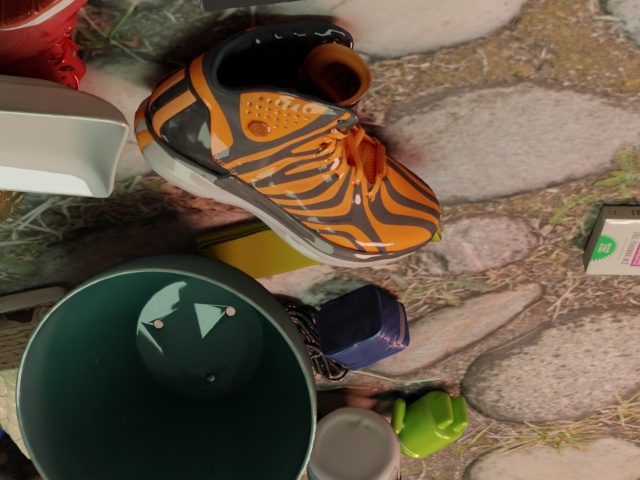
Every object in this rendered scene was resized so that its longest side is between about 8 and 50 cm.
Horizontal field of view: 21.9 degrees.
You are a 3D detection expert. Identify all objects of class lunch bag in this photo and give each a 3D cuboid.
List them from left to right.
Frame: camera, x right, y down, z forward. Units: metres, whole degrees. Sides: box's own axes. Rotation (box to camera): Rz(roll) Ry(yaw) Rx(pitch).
[{"bbox_3d":[0.046,0.100,1.805,0.098,0.067,0.065,-24,144,29],"label":"lunch bag"}]

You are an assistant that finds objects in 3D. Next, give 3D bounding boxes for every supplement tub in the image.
[{"bbox_3d":[0.042,0.289,2.036,0.117,0.117,0.190,-6,153,1],"label":"supplement tub"}]

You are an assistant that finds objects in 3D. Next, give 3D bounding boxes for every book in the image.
[{"bbox_3d":[0.354,-0.002,1.720,0.144,0.035,0.096,0,145,-6],"label":"book"}]

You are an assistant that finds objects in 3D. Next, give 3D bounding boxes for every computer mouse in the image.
[{"bbox_3d":[-0.103,0.161,1.882,0.272,0.072,0.188,-20,147,23],"label":"computer mouse"}]

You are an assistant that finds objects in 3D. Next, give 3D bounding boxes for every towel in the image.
[{"bbox_3d":[0.000,0.000,1.676,0.237,0.021,0.102,-13,148,13],"label":"towel"}]

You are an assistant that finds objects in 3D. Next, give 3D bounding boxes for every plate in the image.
[{"bbox_3d":[-0.304,-0.094,1.378,0.277,0.045,0.278,6,168,-10],"label":"plate"}]

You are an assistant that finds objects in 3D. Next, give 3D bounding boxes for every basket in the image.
[{"bbox_3d":[-0.294,0.145,1.759,0.113,0.103,0.167,-11,134,14],"label":"basket"}]

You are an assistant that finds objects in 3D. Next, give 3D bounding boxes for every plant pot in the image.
[{"bbox_3d":[-0.138,0.133,1.659,0.290,0.195,0.290,2,108,6],"label":"plant pot"}]

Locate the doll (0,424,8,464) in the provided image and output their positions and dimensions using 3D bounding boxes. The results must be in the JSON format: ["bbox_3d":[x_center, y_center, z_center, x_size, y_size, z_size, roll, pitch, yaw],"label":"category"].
[{"bbox_3d":[-0.435,0.247,2.003,0.129,0.046,0.189,20,141,-34],"label":"doll"}]

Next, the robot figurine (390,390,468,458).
[{"bbox_3d":[0.132,0.228,2.033,0.101,0.067,0.115,11,146,-34],"label":"robot figurine"}]

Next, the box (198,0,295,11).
[{"bbox_3d":[0.002,-0.257,1.159,0.207,0.108,0.153,-5,150,1],"label":"box"}]

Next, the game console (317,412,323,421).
[{"bbox_3d":[-0.175,0.276,2.019,0.293,0.173,0.250,0,127,-56],"label":"game console"}]

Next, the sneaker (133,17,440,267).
[{"bbox_3d":[0.013,-0.082,1.440,0.321,0.124,0.180,18,143,-34],"label":"sneaker"}]

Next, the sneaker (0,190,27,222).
[{"bbox_3d":[-0.336,-0.034,1.560,0.118,0.067,0.042,-38,144,-3],"label":"sneaker"}]

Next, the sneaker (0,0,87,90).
[{"bbox_3d":[-0.214,-0.178,1.307,0.221,0.087,0.128,-16,158,40],"label":"sneaker"}]
